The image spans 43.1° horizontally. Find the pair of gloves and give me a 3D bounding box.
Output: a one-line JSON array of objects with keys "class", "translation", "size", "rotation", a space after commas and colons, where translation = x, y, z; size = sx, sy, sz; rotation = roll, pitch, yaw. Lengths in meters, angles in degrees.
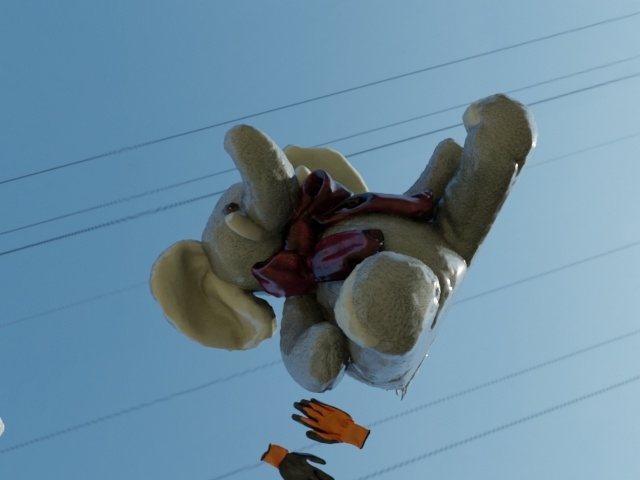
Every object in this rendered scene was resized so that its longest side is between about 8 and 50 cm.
[{"class": "pair of gloves", "translation": [-0.004, 0.183, 0.716], "size": [0.074, 0.010, 0.083], "rotation": [30, -82, -6]}]

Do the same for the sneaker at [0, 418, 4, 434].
[{"class": "sneaker", "translation": [-0.367, 0.162, 0.802], "size": [0.065, 0.061, 0.158], "rotation": [-38, -41, -32]}]

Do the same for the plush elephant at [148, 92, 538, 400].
[{"class": "plush elephant", "translation": [0.000, 0.000, 0.722], "size": [0.255, 0.330, 0.272], "rotation": [29, -121, 13]}]
